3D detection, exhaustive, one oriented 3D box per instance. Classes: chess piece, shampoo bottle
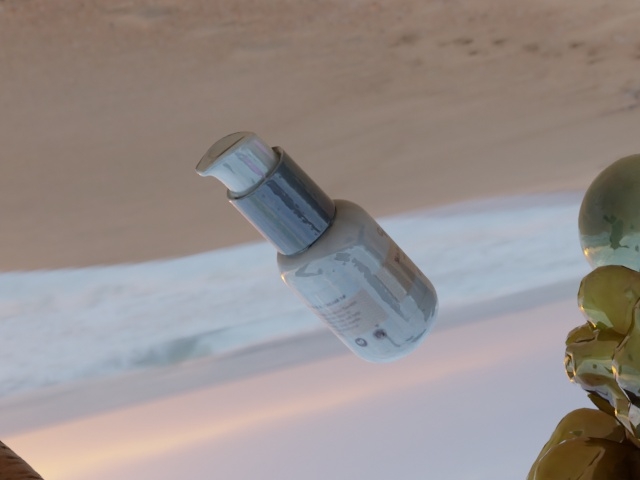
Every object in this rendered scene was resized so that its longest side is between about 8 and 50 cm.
[{"bbox_3d":[0.306,0.008,0.996,0.251,0.144,0.144,17,161,-25],"label":"chess piece"},{"bbox_3d":[0.000,0.000,0.867,0.074,0.192,0.074,-34,-155,19],"label":"shampoo bottle"}]

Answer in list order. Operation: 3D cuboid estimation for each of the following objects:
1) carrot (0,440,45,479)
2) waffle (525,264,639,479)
[{"bbox_3d":[-0.178,0.159,0.774,0.059,0.059,0.248,-9,-161,-42],"label":"carrot"},{"bbox_3d":[0.219,0.109,0.448,0.324,0.151,0.261,20,-177,-26],"label":"waffle"}]
